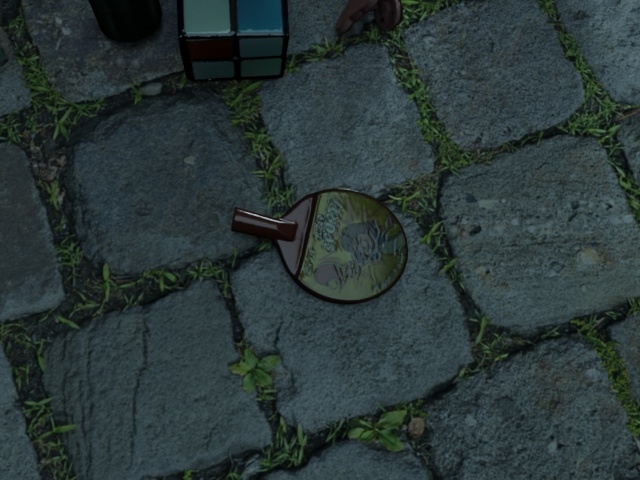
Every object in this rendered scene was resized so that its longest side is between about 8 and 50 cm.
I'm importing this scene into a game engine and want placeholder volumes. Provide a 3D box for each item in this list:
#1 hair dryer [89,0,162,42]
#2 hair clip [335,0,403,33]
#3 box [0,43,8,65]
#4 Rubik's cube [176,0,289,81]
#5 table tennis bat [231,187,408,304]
[{"bbox_3d":[-0.398,-0.509,1.225,0.116,0.244,0.302,-38,70,-17],"label":"hair dryer"},{"bbox_3d":[0.083,-0.449,1.323,0.102,0.123,0.138,-7,85,-36],"label":"hair clip"},{"bbox_3d":[-0.668,-0.274,1.219,0.135,0.079,0.269,41,78,2],"label":"box"},{"bbox_3d":[-0.149,-0.381,1.245,0.183,0.180,0.167,-4,81,-9],"label":"Rubik's cube"},{"bbox_3d":[0.000,0.000,1.265,0.310,0.038,0.200,14,77,-7],"label":"table tennis bat"}]
